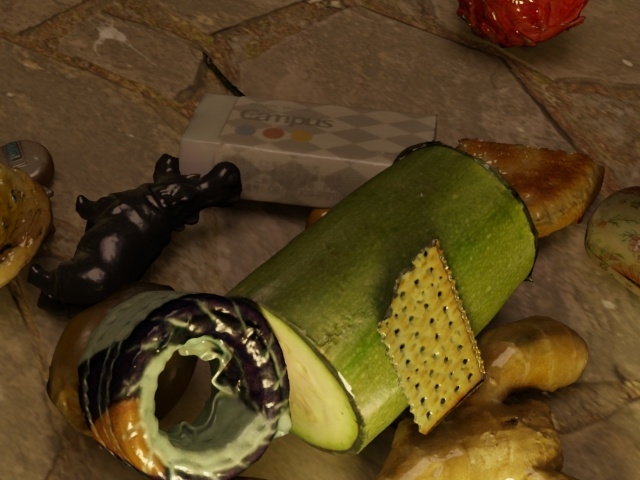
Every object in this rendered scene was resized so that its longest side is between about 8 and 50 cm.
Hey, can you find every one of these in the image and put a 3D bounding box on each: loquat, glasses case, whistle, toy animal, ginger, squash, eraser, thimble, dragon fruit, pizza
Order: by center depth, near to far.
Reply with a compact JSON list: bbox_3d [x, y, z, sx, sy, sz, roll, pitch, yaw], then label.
[{"bbox_3d":[-0.153,0.172,1.221,0.237,0.237,0.150,-35,21,-29],"label":"thimble"},{"bbox_3d":[0.213,0.243,1.329,0.348,0.122,0.363,3,57,-10],"label":"ginger"},{"bbox_3d":[-0.250,0.153,1.358,0.179,0.179,0.227,21,39,17],"label":"loquat"},{"bbox_3d":[0.080,0.069,1.389,0.263,0.263,0.384,33,55,26],"label":"squash"},{"bbox_3d":[0.574,0.069,1.508,0.156,0.098,0.425,-38,59,-23],"label":"glasses case"},{"bbox_3d":[-0.275,-0.020,1.540,0.168,0.106,0.343,30,62,24],"label":"toy animal"},{"bbox_3d":[0.288,-0.079,1.648,0.335,0.086,0.226,-20,47,-21],"label":"pizza"},{"bbox_3d":[-0.466,-0.087,1.655,0.107,0.057,0.220,-20,54,-13],"label":"whistle"},{"bbox_3d":[-0.017,-0.143,1.684,0.397,0.082,0.213,7,35,6],"label":"eraser"},{"bbox_3d":[0.364,-0.461,1.902,0.241,0.252,0.241,21,53,-30],"label":"dragon fruit"}]

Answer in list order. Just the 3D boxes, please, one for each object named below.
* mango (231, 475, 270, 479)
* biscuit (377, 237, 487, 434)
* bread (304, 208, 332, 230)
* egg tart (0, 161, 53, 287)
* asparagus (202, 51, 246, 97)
[{"bbox_3d":[-0.129,0.366,1.199,0.316,0.146,0.193,-7,43,12],"label":"mango"},{"bbox_3d":[0.130,0.119,1.256,0.144,0.203,0.016,-37,24,-32],"label":"biscuit"},{"bbox_3d":[0.000,0.001,1.597,0.049,0.103,0.062,4,3,-12],"label":"bread"},{"bbox_3d":[-0.524,0.000,1.531,0.291,0.107,0.291,-2,46,3],"label":"egg tart"},{"bbox_3d":[-0.171,-0.289,1.876,0.016,0.016,0.163,-41,56,-1],"label":"asparagus"}]
